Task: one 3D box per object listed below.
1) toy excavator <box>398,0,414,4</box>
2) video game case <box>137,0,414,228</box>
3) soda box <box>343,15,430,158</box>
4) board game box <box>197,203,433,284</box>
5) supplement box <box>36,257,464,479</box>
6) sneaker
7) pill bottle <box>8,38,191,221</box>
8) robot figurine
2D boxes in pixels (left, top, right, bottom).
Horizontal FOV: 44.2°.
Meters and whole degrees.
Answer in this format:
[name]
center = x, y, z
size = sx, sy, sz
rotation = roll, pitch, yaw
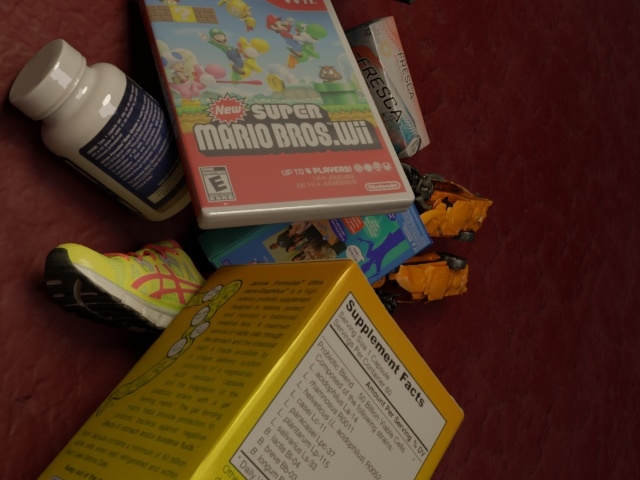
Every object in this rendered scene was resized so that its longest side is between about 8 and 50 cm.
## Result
[toy excavator]
center = 0.058, -0.486, 0.887
size = 0.433, 0.222, 0.445
rotation = 66, 41, -74
[video game case]
center = -0.048, -0.141, 0.748
size = 0.204, 0.025, 0.285
rotation = -6, 59, -25
[soda box]
center = 0.086, -0.202, 1.058
size = 0.063, 0.058, 0.183
rotation = -35, 111, -45
[board game box]
center = 0.000, 0.000, 0.836
size = 0.210, 0.047, 0.160
rotation = -34, 131, -3
[supplement box]
center = -0.077, 0.205, 0.623
size = 0.356, 0.195, 0.194
rotation = -52, 119, -31
[sneaker]
center = -0.167, 0.036, 0.735
size = 0.208, 0.081, 0.094
rotation = 36, 58, -53
[pill bottle]
center = -0.187, -0.098, 0.707
size = 0.169, 0.094, 0.094
rotation = 41, 57, -39
[robot figurine]
center = 0.112, 0.005, 1.024
size = 0.291, 0.085, 0.211
rotation = 0, 108, -49
